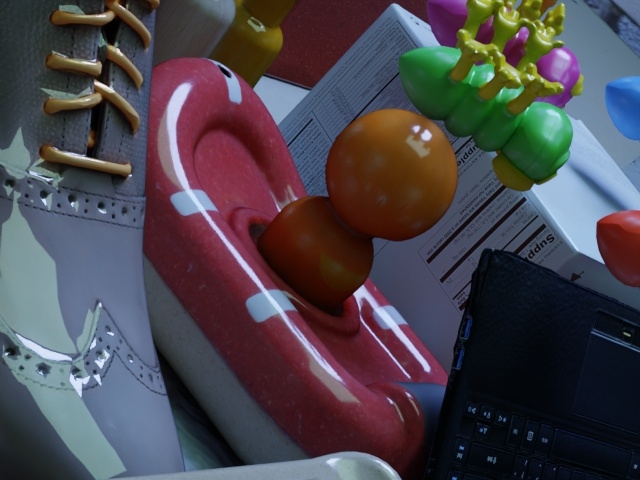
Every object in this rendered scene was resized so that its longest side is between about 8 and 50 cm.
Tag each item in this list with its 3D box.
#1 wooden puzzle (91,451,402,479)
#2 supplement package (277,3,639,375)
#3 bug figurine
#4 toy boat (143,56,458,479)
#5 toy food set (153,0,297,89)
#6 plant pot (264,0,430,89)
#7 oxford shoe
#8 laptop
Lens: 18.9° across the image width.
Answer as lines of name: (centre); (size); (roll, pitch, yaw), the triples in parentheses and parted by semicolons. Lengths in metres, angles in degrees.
wooden puzzle: (-0.002, 0.175, 0.608); (0.238, 0.044, 0.221); (2, 56, -60)
supplement package: (0.092, 0.015, 1.052); (0.194, 0.149, 0.203); (25, 26, -46)
bug figurine: (0.138, -0.049, 0.936); (0.216, 0.072, 0.279); (35, 24, -5)
toy boat: (0.000, 0.000, 0.875); (0.231, 0.151, 0.151); (51, 18, 21)
toy food set: (-0.123, -0.139, 0.958); (0.232, 0.104, 0.111); (33, 22, -13)
plant pot: (0.005, -0.282, 1.413); (0.267, 0.236, 0.267); (51, 18, 22)
oxford shoe: (-0.116, -0.048, 0.693); (0.130, 0.132, 0.364); (11, 51, -58)
laptop: (0.150, 0.162, 0.860); (0.136, 0.264, 0.234); (11, -7, 37)
